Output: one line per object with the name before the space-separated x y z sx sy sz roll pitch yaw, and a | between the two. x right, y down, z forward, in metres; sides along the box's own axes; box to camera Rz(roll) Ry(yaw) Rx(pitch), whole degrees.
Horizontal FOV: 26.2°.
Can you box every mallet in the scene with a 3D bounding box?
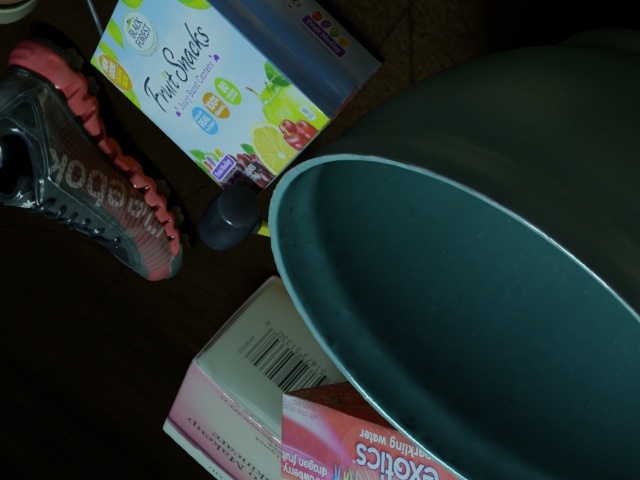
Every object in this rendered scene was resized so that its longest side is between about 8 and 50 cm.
mallet | 0.000 0.000 1.080 0.189 0.039 0.062 14 157 -8

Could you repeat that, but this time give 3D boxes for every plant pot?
plant pot | 0.145 0.005 0.778 0.293 0.196 0.293 34 153 20

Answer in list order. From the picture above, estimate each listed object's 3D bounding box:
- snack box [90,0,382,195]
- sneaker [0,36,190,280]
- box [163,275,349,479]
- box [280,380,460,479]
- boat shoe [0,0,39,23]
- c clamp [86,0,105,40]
snack box | -0.071 -0.132 1.021 0.174 0.070 0.207 44 153 -4
sneaker | -0.232 -0.051 1.301 0.097 0.135 0.276 7 138 48
box | -0.052 0.160 1.370 0.148 0.127 0.232 40 154 6
box | 0.111 0.218 1.143 0.300 0.142 0.154 12 103 48
boat shoe | -0.340 -0.311 1.111 0.307 0.111 0.104 35 151 -6
c clamp | -0.162 -0.233 1.044 0.160 0.022 0.137 -16 103 60
